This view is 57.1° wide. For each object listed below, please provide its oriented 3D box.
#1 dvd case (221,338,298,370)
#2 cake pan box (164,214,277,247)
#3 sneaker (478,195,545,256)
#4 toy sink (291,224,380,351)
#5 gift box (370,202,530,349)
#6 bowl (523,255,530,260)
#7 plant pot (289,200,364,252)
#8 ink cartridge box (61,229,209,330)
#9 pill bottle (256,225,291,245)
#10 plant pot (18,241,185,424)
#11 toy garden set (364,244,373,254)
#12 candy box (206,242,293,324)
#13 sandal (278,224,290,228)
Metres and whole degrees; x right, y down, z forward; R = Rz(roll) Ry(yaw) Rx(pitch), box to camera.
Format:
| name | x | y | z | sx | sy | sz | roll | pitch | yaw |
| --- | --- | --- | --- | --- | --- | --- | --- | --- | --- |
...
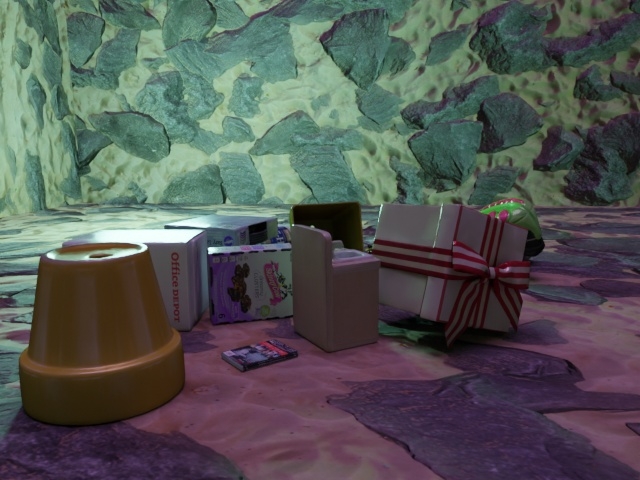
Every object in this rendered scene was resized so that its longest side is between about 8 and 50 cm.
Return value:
| name | x | y | z | sx | sy | sz | roll | pitch | yaw |
| --- | --- | --- | --- | --- | --- | --- | --- | --- | --- |
| dvd case | -0.114 | 0.214 | 1.107 | 0.119 | 0.013 | 0.087 | -7 | 12 | -36 |
| cake pan box | -0.291 | -0.030 | 1.783 | 0.267 | 0.070 | 0.246 | 3 | 13 | 23 |
| sneaker | 0.473 | 0.013 | 1.793 | 0.185 | 0.202 | 0.483 | -37 | 9 | -23 |
| toy sink | 0.032 | 0.084 | 1.196 | 0.131 | 0.234 | 0.153 | -7 | 11 | -28 |
| gift box | 0.270 | 0.074 | 1.219 | 0.255 | 0.276 | 0.258 | 8 | -1 | -36 |
| bowl | 0.611 | 0.011 | 1.864 | 0.142 | 0.142 | 0.053 | 13 | 52 | 15 |
| plant pot | 0.000 | 0.000 | 1.807 | 0.212 | 0.212 | 0.187 | -4 | -2 | -16 |
| ink cartridge box | -0.407 | 0.084 | 1.342 | 0.270 | 0.198 | 0.197 | 0 | 9 | 2 |
| pill bottle | -0.143 | 0.010 | 1.967 | 0.187 | 0.112 | 0.112 | -10 | 13 | -38 |
| plant pot | -0.354 | 0.132 | 0.955 | 0.254 | 0.238 | 0.254 | 0 | 11 | 0 |
| toy garden set | 0.250 | -0.009 | 1.895 | 0.244 | 0.049 | 0.204 | -32 | 4 | -5 |
| candy box | -0.156 | 0.096 | 1.341 | 0.196 | 0.164 | 0.070 | -4 | 11 | -15 |
| sandal | -0.099 | 0.000 | 2.098 | 0.265 | 0.101 | 0.076 | 9 | 10 | 8 |
